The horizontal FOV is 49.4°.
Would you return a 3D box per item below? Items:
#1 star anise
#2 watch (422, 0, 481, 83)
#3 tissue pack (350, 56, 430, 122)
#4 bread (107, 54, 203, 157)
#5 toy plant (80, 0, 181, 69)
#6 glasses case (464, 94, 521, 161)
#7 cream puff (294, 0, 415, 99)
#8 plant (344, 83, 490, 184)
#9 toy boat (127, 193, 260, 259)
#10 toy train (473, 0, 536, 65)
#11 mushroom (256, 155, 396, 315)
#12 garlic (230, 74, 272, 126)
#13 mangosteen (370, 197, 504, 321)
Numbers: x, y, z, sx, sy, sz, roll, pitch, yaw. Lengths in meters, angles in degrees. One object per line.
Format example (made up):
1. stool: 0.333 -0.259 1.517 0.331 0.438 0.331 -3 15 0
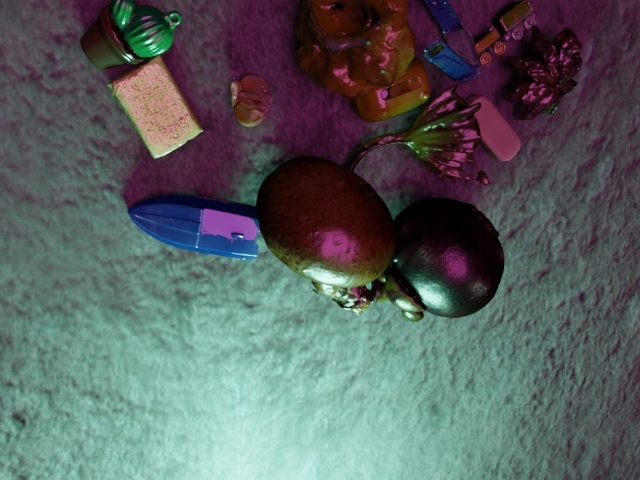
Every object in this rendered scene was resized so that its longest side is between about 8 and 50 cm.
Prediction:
1. star anise: 0.562 -0.407 1.716 0.223 0.109 0.236 -14 122 -22
2. watch: 0.261 -0.497 1.556 0.274 0.068 0.276 10 63 -55
3. tissue pack: 0.162 -0.347 1.594 0.178 0.127 0.123 -24 111 -13
4. bread: -0.344 -0.277 1.455 0.125 0.068 0.188 -32 116 -9
5. toy plant: -0.372 -0.416 1.364 0.200 0.105 0.143 -27 126 10
6. glasses case: 0.429 -0.283 1.758 0.083 0.050 0.196 -46 116 1
7. cream puff: 0.058 -0.432 1.445 0.185 0.282 0.282 -12 115 -56
8. plant: 0.226 -0.226 1.619 0.333 0.180 0.251 -11 117 -19
9. toy boat: -0.280 -0.041 1.553 0.295 0.088 0.129 10 104 -12
10. toy train: 0.435 -0.503 1.687 0.202 0.060 0.081 -39 109 -5
11. mushroom: -0.003 -0.021 1.559 0.334 0.356 0.331 -1 65 -31
12. garlic: -0.145 -0.303 1.520 0.094 0.074 0.113 13 97 12
13. mangosteen: 0.268 0.060 1.679 0.347 0.307 0.307 -39 117 14
